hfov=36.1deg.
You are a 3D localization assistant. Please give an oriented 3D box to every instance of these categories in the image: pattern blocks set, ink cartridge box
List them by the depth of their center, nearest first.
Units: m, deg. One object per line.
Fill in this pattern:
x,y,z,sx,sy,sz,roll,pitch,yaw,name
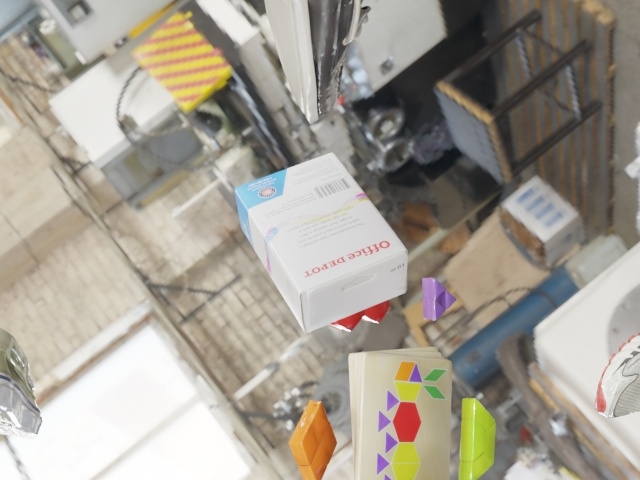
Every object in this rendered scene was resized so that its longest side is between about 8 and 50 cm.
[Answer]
0.000,0.000,0.746,0.122,0.088,0.052,56,160,40,ink cartridge box
0.078,0.191,0.959,0.026,0.325,0.285,-7,158,45,pattern blocks set

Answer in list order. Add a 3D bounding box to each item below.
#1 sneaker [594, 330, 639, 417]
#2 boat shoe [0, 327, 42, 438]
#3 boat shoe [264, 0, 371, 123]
0.392,0.139,1.036,0.093,0.225,0.088,-122,21,-48,sneaker
-0.392,0.182,1.212,0.109,0.094,0.302,14,159,-9,boat shoe
0.000,-0.087,0.339,0.125,0.038,0.046,79,167,-58,boat shoe
